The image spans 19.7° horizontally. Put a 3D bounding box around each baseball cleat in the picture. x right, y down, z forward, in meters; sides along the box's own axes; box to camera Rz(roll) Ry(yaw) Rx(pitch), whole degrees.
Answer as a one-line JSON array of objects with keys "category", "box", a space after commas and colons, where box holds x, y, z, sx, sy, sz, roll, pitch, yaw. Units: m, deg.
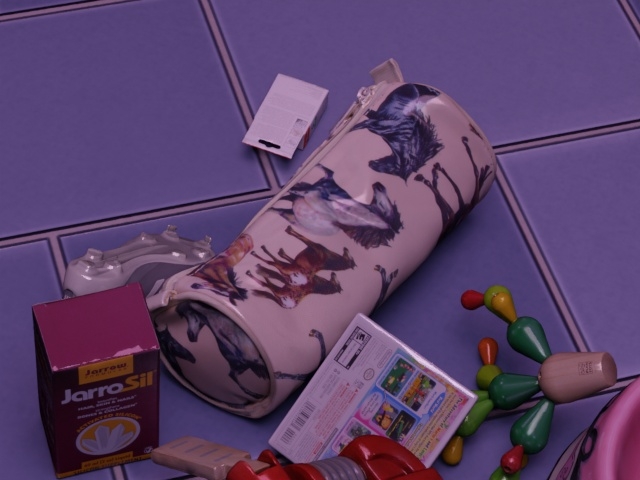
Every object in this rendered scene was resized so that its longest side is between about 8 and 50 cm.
[{"category": "baseball cleat", "box": [-0.194, 0.049, 1.881, 0.072, 0.109, 0.206, 32, 25, 32]}]

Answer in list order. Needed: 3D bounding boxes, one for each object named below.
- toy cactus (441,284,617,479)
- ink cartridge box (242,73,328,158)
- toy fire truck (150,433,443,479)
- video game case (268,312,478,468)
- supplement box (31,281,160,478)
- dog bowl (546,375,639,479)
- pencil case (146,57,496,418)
[{"category": "toy cactus", "box": [0.198, 0.135, 1.795, 0.180, 0.112, 0.219, -16, 53, 34]}, {"category": "ink cartridge box", "box": [-0.040, -0.132, 2.066, 0.063, 0.029, 0.115, 19, 53, 10]}, {"category": "toy fire truck", "box": [-0.015, 0.234, 1.667, 0.217, 0.158, 0.246, -7, 54, -52]}, {"category": "video game case", "box": [0.050, 0.173, 1.768, 0.143, 0.019, 0.157, 35, 93, 12]}, {"category": "supplement box", "box": [-0.210, 0.134, 1.731, 0.104, 0.188, 0.081, -12, 54, -15]}, {"category": "dog bowl", "box": [0.410, 0.269, 1.707, 0.408, 0.150, 0.408, 2, 51, -3]}, {"category": "pencil case", "box": [0.000, 0.000, 1.873, 0.183, 0.160, 0.410, 47, 58, -3]}]
